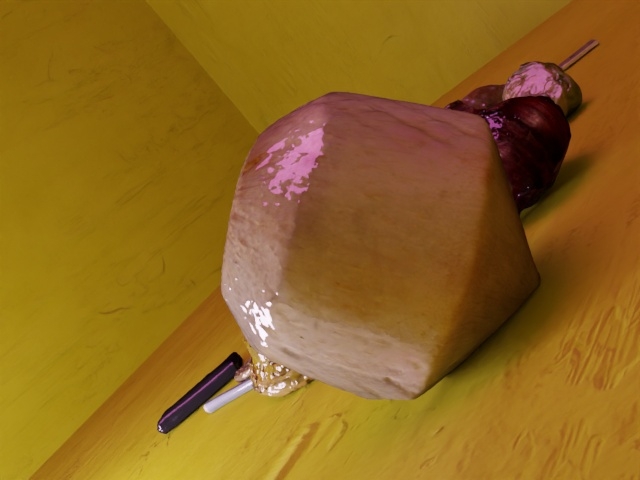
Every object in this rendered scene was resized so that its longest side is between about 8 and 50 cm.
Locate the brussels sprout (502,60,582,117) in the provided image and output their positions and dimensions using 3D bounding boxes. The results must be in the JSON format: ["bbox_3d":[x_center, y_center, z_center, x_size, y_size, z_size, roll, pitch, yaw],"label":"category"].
[{"bbox_3d":[0.464,-0.290,1.652,0.149,0.122,0.151,-43,41,20],"label":"brussels sprout"}]

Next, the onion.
[{"bbox_3d":[0.292,-0.151,1.313,0.252,0.219,0.252,-41,-2,-1],"label":"onion"}]

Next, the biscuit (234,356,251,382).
[{"bbox_3d":[-0.105,0.232,1.725,0.220,0.033,0.220,-43,1,1],"label":"biscuit"}]

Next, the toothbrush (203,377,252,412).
[{"bbox_3d":[-0.135,0.285,1.621,0.342,0.030,0.025,-37,4,36],"label":"toothbrush"}]

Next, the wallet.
[{"bbox_3d":[-0.289,0.362,1.891,0.250,0.044,0.149,-41,4,1],"label":"wallet"}]

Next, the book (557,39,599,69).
[{"bbox_3d":[0.681,-0.490,2.090,0.111,0.014,0.077,-38,6,15],"label":"book"}]

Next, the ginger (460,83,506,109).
[{"bbox_3d":[0.332,-0.246,1.876,0.244,0.155,0.304,-47,10,-28],"label":"ginger"}]

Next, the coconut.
[{"bbox_3d":[0.085,0.009,1.027,0.415,0.415,0.344,-41,-2,-6],"label":"coconut"}]

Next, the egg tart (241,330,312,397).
[{"bbox_3d":[-0.055,0.140,1.456,0.294,0.123,0.294,-39,28,26],"label":"egg tart"}]
